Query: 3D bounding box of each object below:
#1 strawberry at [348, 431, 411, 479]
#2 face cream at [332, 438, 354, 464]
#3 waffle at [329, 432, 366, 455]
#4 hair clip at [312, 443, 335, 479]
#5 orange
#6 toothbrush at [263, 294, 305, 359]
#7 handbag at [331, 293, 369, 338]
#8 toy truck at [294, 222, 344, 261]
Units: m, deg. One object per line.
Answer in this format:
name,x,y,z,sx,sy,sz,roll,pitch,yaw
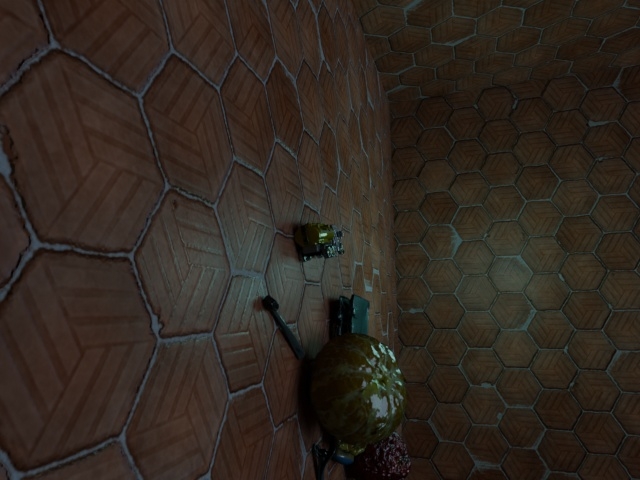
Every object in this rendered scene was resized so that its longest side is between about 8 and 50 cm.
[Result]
strawberry,0.243,0.846,1.681,0.274,0.220,0.274,-32,130,-49
face cream,0.098,0.669,1.564,0.285,0.067,0.139,-75,150,-45
waffle,0.103,0.581,1.485,0.301,0.058,0.282,43,39,-41
hair clip,0.012,0.735,1.327,0.039,0.070,0.230,-51,142,-70
orange,0.108,0.444,1.298,0.329,0.249,0.330,34,37,-31
toothbrush,-0.089,0.238,1.133,0.030,0.030,0.297,-51,143,-27
handbag,0.112,0.343,1.635,0.274,0.100,0.269,27,65,-69
toy truck,0.000,0.000,1.340,0.227,0.097,0.114,-7,87,-71
